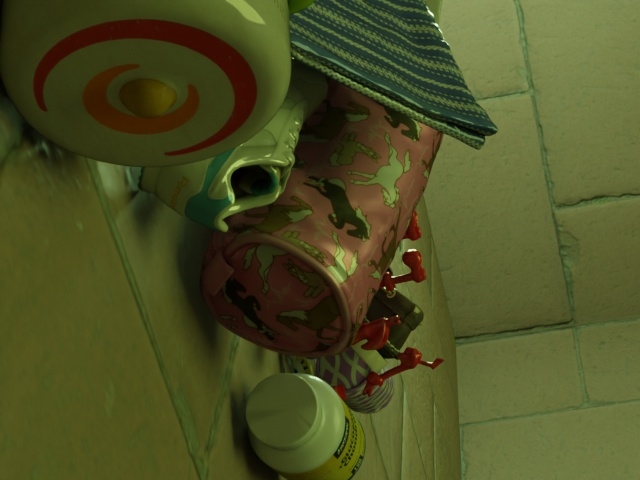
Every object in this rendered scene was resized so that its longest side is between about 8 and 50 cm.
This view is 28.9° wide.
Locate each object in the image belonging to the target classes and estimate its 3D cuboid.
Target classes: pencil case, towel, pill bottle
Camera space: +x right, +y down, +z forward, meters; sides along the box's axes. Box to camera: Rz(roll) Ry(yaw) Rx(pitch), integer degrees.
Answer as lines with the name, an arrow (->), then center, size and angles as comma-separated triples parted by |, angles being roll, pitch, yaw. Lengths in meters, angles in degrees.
pencil case -> 0.016, -0.061, 1.262 | 0.160, 0.167, 0.386 | 80, 25, -43
towel -> 0.033, -0.235, 1.217 | 0.243, 0.040, 0.336 | 21, 31, -29
pill bottle -> -0.018, 0.198, 1.298 | 0.184, 0.103, 0.103 | 58, 25, -65
pencil case -> 0.048, 0.189, 1.750 | 0.088, 0.086, 0.206 | 55, -1, 21

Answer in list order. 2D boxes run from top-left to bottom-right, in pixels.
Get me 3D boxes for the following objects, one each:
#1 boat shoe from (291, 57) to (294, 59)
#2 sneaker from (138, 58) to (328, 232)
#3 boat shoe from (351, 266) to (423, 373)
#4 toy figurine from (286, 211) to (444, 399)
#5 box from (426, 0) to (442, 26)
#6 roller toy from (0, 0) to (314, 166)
boat shoe -> -0.041, -0.356, 1.741 | 0.095, 0.084, 0.258 | 8, 73, -80
sneaker -> -0.057, -0.084, 1.107 | 0.228, 0.092, 0.087 | -42, 161, -40
boat shoe -> 0.056, 0.065, 1.630 | 0.116, 0.096, 0.324 | 48, 4, -19
toy figurine -> 0.000, 0.000, 1.383 | 0.217, 0.191, 0.363 | 12, 68, -74
box -> 0.035, -0.393, 1.494 | 0.168, 0.215, 0.345 | -128, -137, -74
roller toy -> -0.116, -0.143, 0.831 | 0.191, 0.209, 0.146 | 19, 52, -33
